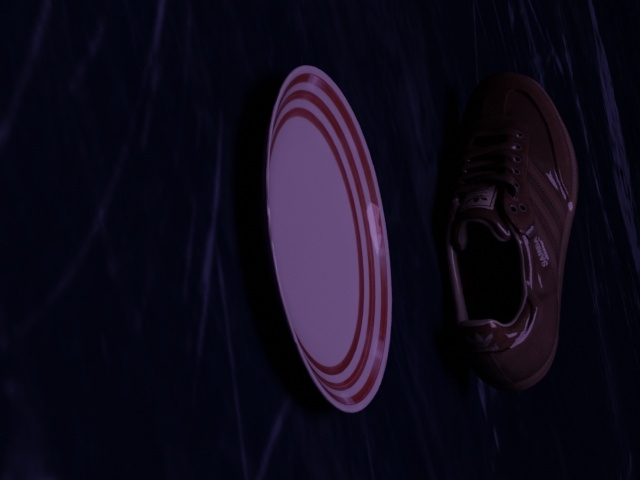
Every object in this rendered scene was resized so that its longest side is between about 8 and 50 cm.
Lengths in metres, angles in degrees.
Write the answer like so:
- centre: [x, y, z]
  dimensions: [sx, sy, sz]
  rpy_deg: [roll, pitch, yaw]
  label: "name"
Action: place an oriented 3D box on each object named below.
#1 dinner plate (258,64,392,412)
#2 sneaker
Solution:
- centre: [0.000, 0.000, 0.682]
  dimensions: [0.141, 0.017, 0.141]
  rpy_deg: [-10, 90, -71]
  label: "dinner plate"
- centre: [0.099, -0.017, 0.900]
  dimensions: [0.071, 0.066, 0.188]
  rpy_deg: [47, 38, -57]
  label: "sneaker"
